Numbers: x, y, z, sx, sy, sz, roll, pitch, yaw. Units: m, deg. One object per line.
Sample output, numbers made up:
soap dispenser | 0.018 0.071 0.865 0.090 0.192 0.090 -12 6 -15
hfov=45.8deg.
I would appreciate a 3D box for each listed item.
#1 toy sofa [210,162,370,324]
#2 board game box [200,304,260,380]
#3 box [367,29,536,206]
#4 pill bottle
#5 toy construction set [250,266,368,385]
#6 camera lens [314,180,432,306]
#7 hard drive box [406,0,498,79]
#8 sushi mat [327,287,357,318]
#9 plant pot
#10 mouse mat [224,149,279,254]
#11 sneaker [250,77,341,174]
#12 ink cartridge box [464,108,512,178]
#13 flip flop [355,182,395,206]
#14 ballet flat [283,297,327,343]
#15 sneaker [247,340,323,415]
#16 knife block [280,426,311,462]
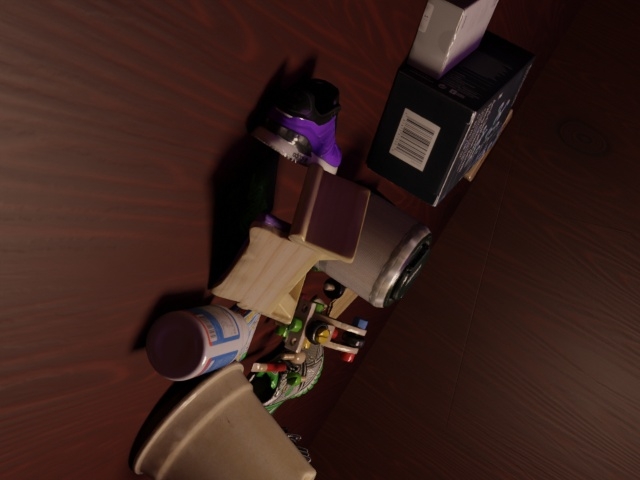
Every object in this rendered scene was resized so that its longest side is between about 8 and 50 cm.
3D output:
toy sofa | -0.065 0.009 1.389 0.362 0.177 0.150 129 -19 -58
board game box | -0.198 0.223 1.716 0.136 0.035 0.201 -38 156 -49
box | 0.331 -0.327 1.915 0.395 0.212 0.293 -43 159 -43
pill bottle | -0.218 0.184 1.413 0.124 0.124 0.221 -59 164 8
toy construction set | -0.066 0.229 1.883 0.309 0.257 0.237 -51 150 17
camera lens | 0.102 0.005 1.750 0.219 0.274 0.219 -51 164 -21
hard drive box | 0.312 -0.501 1.741 0.232 0.089 0.181 -43 159 -44
sushi mat | 0.105 0.176 2.576 0.316 0.019 0.151 -41 159 -43
plant pot | -0.191 0.497 1.692 0.334 0.305 0.334 -44 165 -15
mouse mat | -0.128 -0.071 1.407 0.152 0.007 0.189 -47 163 -33
sneaker | -0.005 -0.205 1.335 0.146 0.102 0.293 -60 164 8
ink cartridge box | 0.420 -0.322 2.226 0.234 0.193 0.088 -58 167 5
flip flop | 0.125 -0.090 1.988 0.080 0.112 0.277 -46 173 13
ballet flat | -0.042 0.239 2.193 0.168 0.052 0.057 -54 166 -11
sneaker | -0.107 0.383 2.112 0.343 0.134 0.146 -43 157 -34
knife block | -0.170 0.615 2.188 0.088 0.242 0.276 -64 163 19
